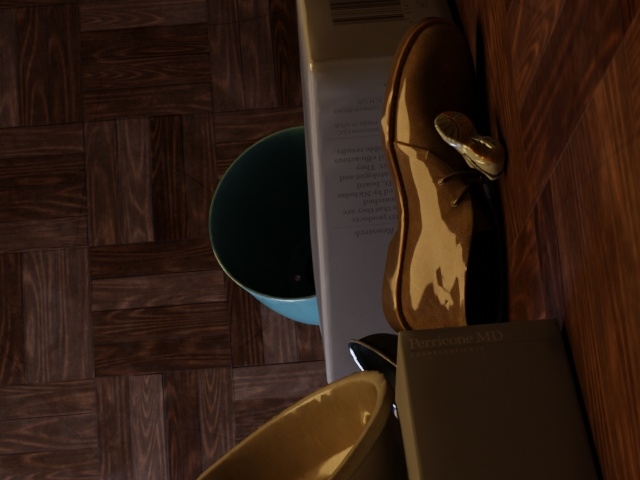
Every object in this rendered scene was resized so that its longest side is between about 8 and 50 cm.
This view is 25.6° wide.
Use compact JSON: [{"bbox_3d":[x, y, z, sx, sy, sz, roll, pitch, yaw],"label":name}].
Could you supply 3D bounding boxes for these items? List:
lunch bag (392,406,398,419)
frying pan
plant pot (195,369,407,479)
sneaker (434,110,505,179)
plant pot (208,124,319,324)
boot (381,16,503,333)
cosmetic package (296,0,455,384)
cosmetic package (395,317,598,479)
[{"bbox_3d":[0.113,0.267,1.819,0.303,0.115,0.243,95,173,-72],"label":"lunch bag"},{"bbox_3d":[0.142,0.201,1.404,0.326,0.053,0.197,50,167,-30],"label":"frying pan"},{"bbox_3d":[0.021,0.331,1.166,0.305,0.334,0.334,50,-176,-8],"label":"plant pot"},{"bbox_3d":[0.130,-0.082,1.246,0.083,0.032,0.037,46,161,38],"label":"sneaker"},{"bbox_3d":[0.000,0.000,2.219,0.235,0.293,0.293,56,-154,-62],"label":"plant pot"},{"bbox_3d":[0.127,-0.055,1.309,0.115,0.112,0.305,9,102,58],"label":"boot"},{"bbox_3d":[0.066,-0.074,1.601,0.230,0.161,0.453,-97,3,-50],"label":"cosmetic package"},{"bbox_3d":[0.126,0.176,0.986,0.107,0.127,0.238,87,176,-50],"label":"cosmetic package"}]
